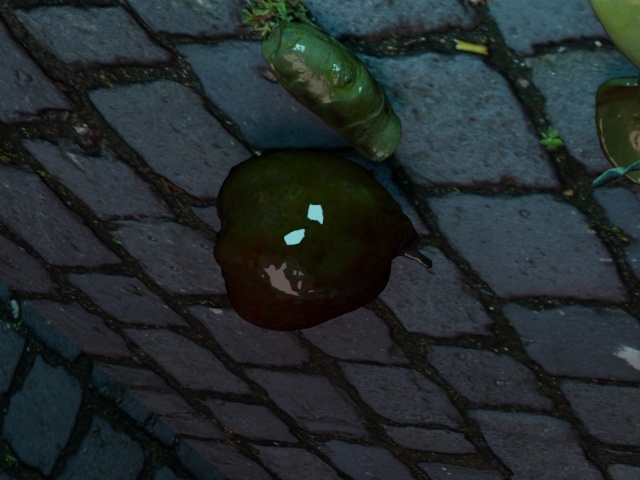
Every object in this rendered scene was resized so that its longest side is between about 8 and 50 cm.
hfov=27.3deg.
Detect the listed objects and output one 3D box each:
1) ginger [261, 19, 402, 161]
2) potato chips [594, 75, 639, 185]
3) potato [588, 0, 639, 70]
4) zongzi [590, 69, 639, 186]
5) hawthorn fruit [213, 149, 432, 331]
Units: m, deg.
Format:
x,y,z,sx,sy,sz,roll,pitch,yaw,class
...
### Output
x,y,z,sx,sy,sz,roll,pitch,yaw,class
0.023,-0.223,1.936,0.116,0.109,0.263,-28,131,23,ginger
0.459,-0.153,1.785,0.208,0.062,0.195,43,154,-10,potato chips
0.412,-0.268,1.553,0.234,0.146,0.150,37,118,-27,potato
0.417,-0.304,1.317,0.500,0.218,0.467,-28,116,26,zongzi
-0.022,-0.003,2.179,0.324,0.308,0.308,-16,136,37,hawthorn fruit
